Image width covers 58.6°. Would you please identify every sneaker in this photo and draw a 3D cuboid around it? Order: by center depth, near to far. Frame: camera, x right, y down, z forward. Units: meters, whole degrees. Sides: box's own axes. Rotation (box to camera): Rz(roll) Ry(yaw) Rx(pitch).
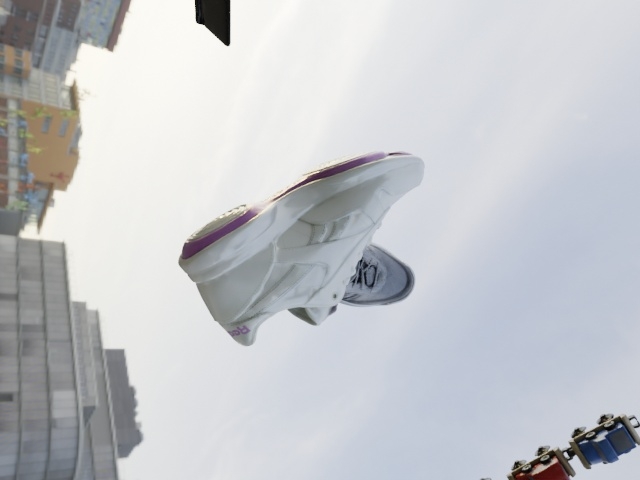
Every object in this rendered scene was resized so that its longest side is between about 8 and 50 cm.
[{"bbox_3d":[0.000,0.000,0.637,0.114,0.305,0.152,4,-59,64],"label":"sneaker"},{"bbox_3d":[0.037,0.041,0.773,0.153,0.268,0.101,14,-94,68],"label":"sneaker"}]

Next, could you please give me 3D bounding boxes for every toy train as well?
[{"bbox_3d":[0.169,0.175,0.432,0.158,0.036,0.027,-33,-98,10],"label":"toy train"}]

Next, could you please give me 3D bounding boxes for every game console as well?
[{"bbox_3d":[-0.141,-0.361,0.810,0.122,0.071,0.107,104,5,-54],"label":"game console"}]
